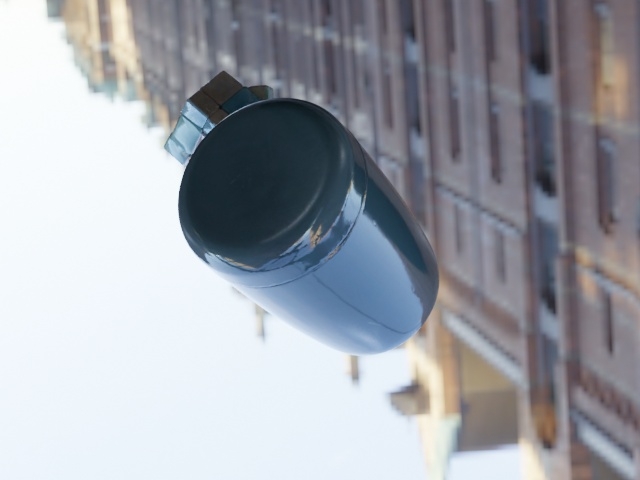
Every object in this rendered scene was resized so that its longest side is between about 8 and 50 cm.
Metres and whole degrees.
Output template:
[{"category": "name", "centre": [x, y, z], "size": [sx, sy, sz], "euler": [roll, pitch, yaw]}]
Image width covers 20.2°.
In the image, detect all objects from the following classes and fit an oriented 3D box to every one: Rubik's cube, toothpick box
[{"category": "Rubik's cube", "centre": [-0.062, -0.078, 1.272], "size": [0.073, 0.075, 0.084], "euler": [-45, -172, -37]}, {"category": "toothpick box", "centre": [0.000, 0.000, 1.151], "size": [0.120, 0.120, 0.184], "euler": [2, 156, 29]}]
